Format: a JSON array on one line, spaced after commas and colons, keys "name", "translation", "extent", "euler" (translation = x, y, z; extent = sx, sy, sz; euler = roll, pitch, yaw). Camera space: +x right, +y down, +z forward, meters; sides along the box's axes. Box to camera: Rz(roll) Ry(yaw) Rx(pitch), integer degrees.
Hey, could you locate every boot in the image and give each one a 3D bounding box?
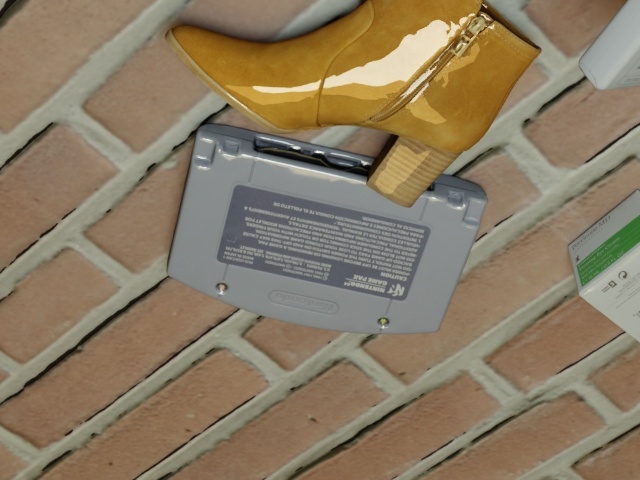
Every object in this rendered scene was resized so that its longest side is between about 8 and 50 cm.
[{"name": "boot", "translation": [0.032, -0.182, 1.154], "extent": [0.295, 0.104, 0.211], "euler": [30, 109, -12]}]

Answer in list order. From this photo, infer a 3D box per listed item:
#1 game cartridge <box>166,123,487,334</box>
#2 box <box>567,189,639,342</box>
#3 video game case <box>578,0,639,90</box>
[{"name": "game cartridge", "translation": [0.000, 0.000, 1.297], "extent": [0.294, 0.060, 0.196], "euler": [13, 121, -7]}, {"name": "box", "translation": [0.323, 0.027, 1.286], "extent": [0.102, 0.087, 0.101], "euler": [36, 118, -21]}, {"name": "video game case", "translation": [0.382, -0.243, 0.942], "extent": [0.300, 0.036, 0.329], "euler": [-11, 148, -38]}]
